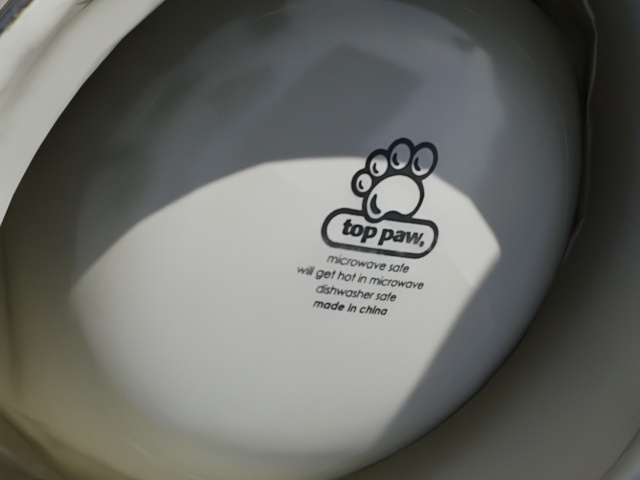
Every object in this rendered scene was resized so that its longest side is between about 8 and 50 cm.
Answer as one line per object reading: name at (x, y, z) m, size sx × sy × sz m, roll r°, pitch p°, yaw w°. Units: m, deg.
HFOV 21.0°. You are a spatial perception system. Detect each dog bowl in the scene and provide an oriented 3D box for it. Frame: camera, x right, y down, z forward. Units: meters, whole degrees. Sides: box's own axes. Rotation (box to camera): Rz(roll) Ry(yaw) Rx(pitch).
dog bowl at (0.000, 0.000, 0.693) m, size 0.408 × 0.150 × 0.408 m, roll -14°, pitch 123°, yaw -22°
